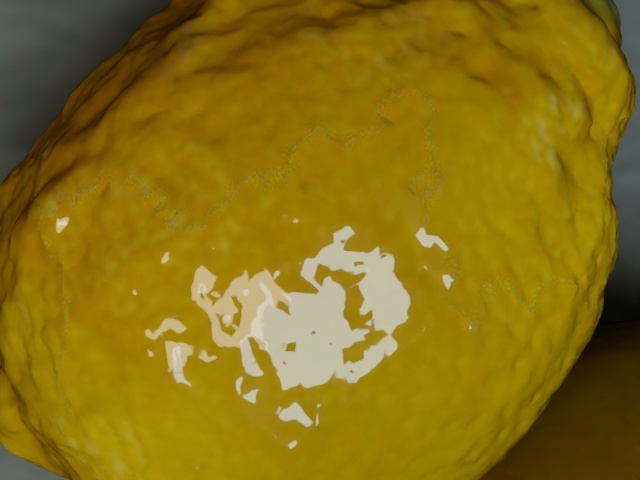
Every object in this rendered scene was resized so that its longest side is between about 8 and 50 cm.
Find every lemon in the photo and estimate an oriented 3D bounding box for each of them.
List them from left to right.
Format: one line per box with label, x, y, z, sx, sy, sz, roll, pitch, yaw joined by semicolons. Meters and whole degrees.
lemon;0.000;0.000;0.486;0.187;0.142;0.142;-38;115;2

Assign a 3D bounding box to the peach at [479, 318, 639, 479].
peach;0.110;0.139;0.570;0.251;0.153;0.251;-2;127;-3
